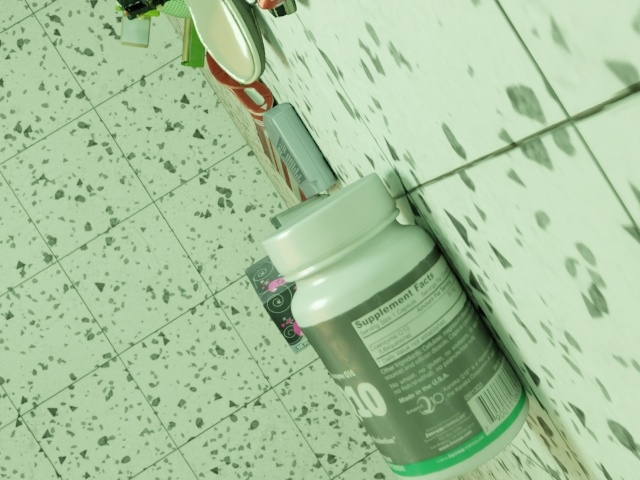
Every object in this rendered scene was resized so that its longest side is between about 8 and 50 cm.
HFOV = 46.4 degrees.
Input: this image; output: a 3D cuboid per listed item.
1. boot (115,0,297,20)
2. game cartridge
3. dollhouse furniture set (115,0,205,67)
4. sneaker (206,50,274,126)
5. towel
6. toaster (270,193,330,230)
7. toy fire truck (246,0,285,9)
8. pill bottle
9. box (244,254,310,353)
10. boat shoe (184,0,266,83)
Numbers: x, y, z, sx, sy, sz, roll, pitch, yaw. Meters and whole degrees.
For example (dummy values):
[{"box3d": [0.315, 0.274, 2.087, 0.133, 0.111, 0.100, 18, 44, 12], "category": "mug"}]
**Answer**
[{"box3d": [-0.148, -0.301, 0.873, 0.236, 0.179, 0.085, 55, 175, 30], "category": "boot"}, {"box3d": [-0.048, -0.183, 1.530, 0.196, 0.060, 0.294, 54, 176, -4], "category": "game cartridge"}, {"box3d": [-0.322, -0.440, 1.530, 0.301, 0.198, 0.151, -137, 54, -68], "category": "dollhouse furniture set"}, {"box3d": [-0.172, -0.332, 1.652, 0.221, 0.087, 0.128, 57, 175, 21], "category": "sneaker"}, {"box3d": [-0.069, -0.175, 1.997, 0.329, 0.037, 0.237, 55, 173, 16], "category": "towel"}, {"box3d": [0.000, 0.000, 1.664, 0.227, 0.147, 0.129, 55, 176, 43], "category": "toaster"}, {"box3d": [-0.094, -0.336, 0.740, 0.192, 0.047, 0.135, 41, 144, 8], "category": "toy fire truck"}, {"box3d": [0.092, 0.108, 0.958, 0.361, 0.204, 0.204, 58, 176, -5], "category": "pill bottle"}, {"box3d": [0.002, 0.071, 1.447, 0.142, 0.247, 0.163, 58, 176, -28], "category": "box"}, {"box3d": [-0.172, -0.404, 1.191, 0.335, 0.096, 0.112, 54, 140, 3], "category": "boat shoe"}]
